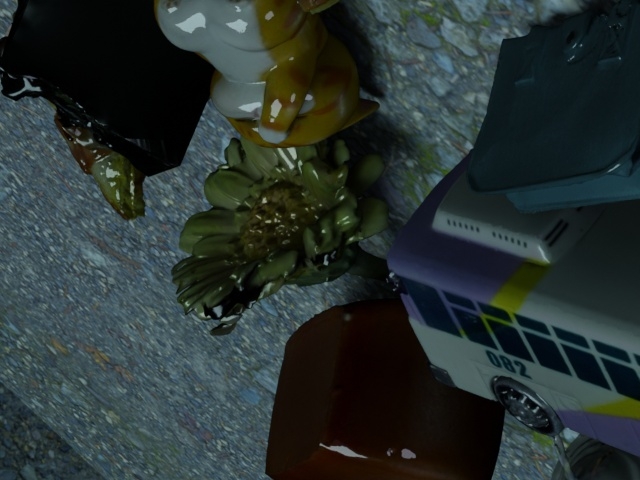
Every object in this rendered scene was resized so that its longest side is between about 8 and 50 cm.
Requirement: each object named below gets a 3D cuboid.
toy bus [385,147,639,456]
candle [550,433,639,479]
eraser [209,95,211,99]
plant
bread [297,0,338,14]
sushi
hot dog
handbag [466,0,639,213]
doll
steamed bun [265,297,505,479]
[{"bbox_3d":[0.277,0.059,1.650,0.440,0.209,0.249,19,149,46],"label":"toy bus"},{"bbox_3d":[0.334,0.280,1.849,0.330,0.187,0.187,19,170,-36],"label":"candle"},{"bbox_3d":[-0.160,-0.177,2.100,0.083,0.038,0.019,4,131,50],"label":"eraser"},{"bbox_3d":[-0.039,0.014,1.983,0.306,0.261,0.297,29,154,48],"label":"plant"},{"bbox_3d":[-0.019,-0.295,1.621,0.156,0.125,0.086,40,-173,5],"label":"bread"},{"bbox_3d":[-0.251,-0.218,2.007,0.227,0.215,0.212,28,165,-22],"label":"sushi"},{"bbox_3d":[-0.283,-0.149,2.255,0.261,0.093,0.123,61,160,-6],"label":"hot dog"},{"bbox_3d":[0.224,-0.121,1.519,0.062,0.179,0.229,18,169,-29],"label":"handbag"},{"bbox_3d":[-0.058,-0.201,1.782,0.166,0.162,0.270,9,139,32],"label":"doll"},{"bbox_3d":[0.090,0.200,2.090,0.248,0.235,0.379,12,164,-11],"label":"steamed bun"}]
